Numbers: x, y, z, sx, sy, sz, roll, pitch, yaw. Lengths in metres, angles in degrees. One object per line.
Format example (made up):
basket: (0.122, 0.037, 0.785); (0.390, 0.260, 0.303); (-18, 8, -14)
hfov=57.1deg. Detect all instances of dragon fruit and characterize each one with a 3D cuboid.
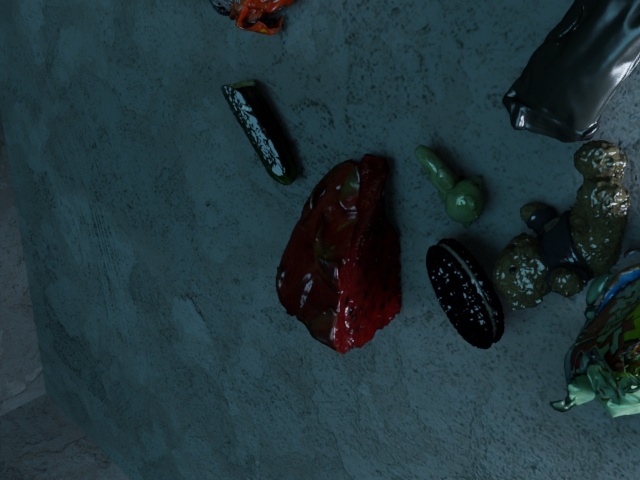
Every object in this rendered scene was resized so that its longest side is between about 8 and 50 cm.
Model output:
dragon fruit: (-0.007, 0.003, 1.083); (0.286, 0.228, 0.329); (22, 124, 36)

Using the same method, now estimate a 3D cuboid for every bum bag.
bum bag: (0.358, -0.252, 0.739); (0.142, 0.080, 0.326); (52, 138, 23)

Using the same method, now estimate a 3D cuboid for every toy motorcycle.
toy motorcycle: (-0.093, -0.474, 1.044); (0.298, 0.089, 0.171); (-27, 90, 45)

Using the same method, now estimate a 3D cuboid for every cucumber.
cucumber: (-0.115, -0.220, 1.193); (0.074, 0.074, 0.241); (-28, 91, 46)

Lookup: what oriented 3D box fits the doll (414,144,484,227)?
doll: (0.210, -0.097, 0.946); (0.150, 0.078, 0.115); (53, 180, 18)

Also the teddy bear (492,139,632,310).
teddy bear: (0.348, 0.001, 0.817); (0.129, 0.182, 0.251); (31, 128, -6)

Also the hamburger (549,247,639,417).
hamburger: (0.428, 0.121, 0.745); (0.151, 0.260, 0.276); (32, 158, 9)

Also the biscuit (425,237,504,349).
biscuit: (0.233, 0.087, 0.962); (0.194, 0.053, 0.194); (63, 173, 13)
